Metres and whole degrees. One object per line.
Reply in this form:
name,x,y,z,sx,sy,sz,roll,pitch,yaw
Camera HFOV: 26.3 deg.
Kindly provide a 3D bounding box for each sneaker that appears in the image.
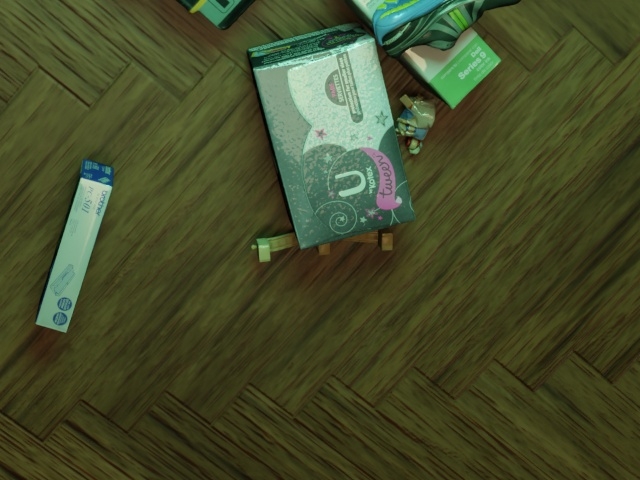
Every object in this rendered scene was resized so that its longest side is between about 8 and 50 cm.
sneaker,0.152,-0.269,1.628,0.188,0.067,0.078,-21,128,-9

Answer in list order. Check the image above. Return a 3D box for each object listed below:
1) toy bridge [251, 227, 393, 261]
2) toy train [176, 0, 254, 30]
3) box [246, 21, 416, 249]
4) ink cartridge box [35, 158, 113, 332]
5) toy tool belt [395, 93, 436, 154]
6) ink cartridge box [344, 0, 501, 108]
toy bridge,0.000,0.000,1.850,0.188,0.063,0.026,-5,108,-7
toy train,-0.094,-0.418,1.673,0.334,0.142,0.190,-47,121,5
box,0.014,-0.136,1.767,0.163,0.142,0.247,-15,110,-2
ink cartridge box,-0.321,0.006,1.794,0.046,0.097,0.207,16,105,-12
toy tool belt,0.118,-0.158,1.823,0.051,0.052,0.083,16,133,-10
ink cartridge box,0.111,-0.281,1.725,0.093,0.154,0.212,-45,107,5
